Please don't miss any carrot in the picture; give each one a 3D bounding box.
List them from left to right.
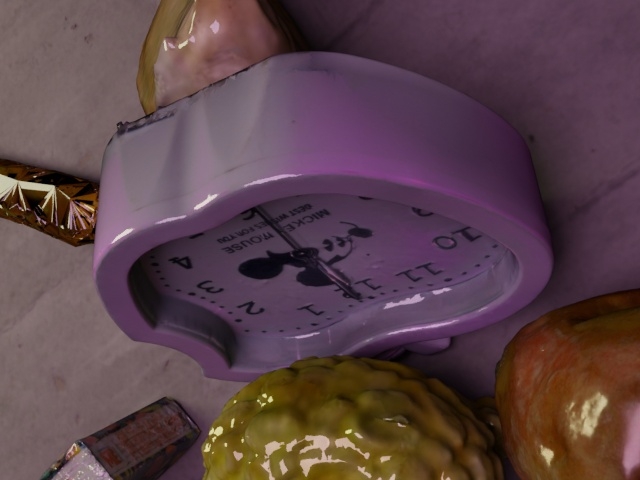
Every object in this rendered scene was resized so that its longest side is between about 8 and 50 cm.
[{"bbox_3d":[-0.301,-0.045,1.094,0.229,0.069,0.068,15,99,27],"label":"carrot"}]

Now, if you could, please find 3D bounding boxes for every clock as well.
[{"bbox_3d":[0.000,0.000,0.828,0.339,0.338,0.102,-20,56,27],"label":"clock"}]

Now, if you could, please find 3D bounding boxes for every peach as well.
[{"bbox_3d":[0.229,0.126,0.752,0.236,0.214,0.214,10,97,33],"label":"peach"}]

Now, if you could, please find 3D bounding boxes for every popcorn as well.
[{"bbox_3d":[0.040,0.189,0.860,0.237,0.252,0.205,-48,57,56],"label":"popcorn"}]

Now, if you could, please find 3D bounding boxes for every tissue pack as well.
[{"bbox_3d":[-0.193,0.211,1.003,0.060,0.148,0.108,48,112,10],"label":"tissue pack"}]

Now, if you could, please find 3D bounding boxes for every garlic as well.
[{"bbox_3d":[-0.086,-0.156,0.835,0.151,0.338,0.196,-15,102,1],"label":"garlic"}]
